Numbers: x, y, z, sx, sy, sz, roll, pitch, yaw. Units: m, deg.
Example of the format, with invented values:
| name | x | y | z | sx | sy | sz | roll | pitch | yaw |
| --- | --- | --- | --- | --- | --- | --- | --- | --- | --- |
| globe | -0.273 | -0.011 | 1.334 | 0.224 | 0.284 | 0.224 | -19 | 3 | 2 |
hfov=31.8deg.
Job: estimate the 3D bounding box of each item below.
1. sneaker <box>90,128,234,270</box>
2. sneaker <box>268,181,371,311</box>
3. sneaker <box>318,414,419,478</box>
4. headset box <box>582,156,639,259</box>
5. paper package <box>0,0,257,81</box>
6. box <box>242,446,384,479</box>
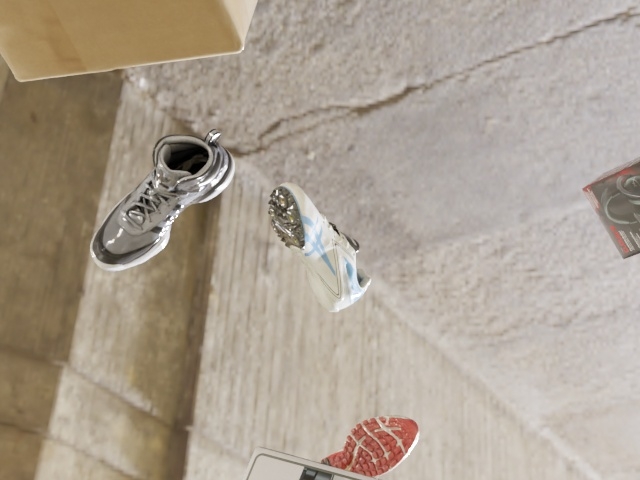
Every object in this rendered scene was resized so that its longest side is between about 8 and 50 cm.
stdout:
| name | x | y | z | sx | sy | sz | roll | pitch | yaw |
| --- | --- | --- | --- | --- | --- | --- | --- | --- | --- |
| sneaker | -0.246 | -0.070 | 1.681 | 0.101 | 0.268 | 0.153 | 46 | 169 | 12 |
| sneaker | 0.000 | 0.000 | 1.486 | 0.086 | 0.085 | 0.237 | -40 | 136 | -12 |
| sneaker | 0.081 | 0.333 | 1.783 | 0.092 | 0.088 | 0.225 | -16 | 162 | -45 |
| headset box | 0.233 | -0.027 | 0.804 | 0.083 | 0.032 | 0.062 | -28 | 93 | 54 |
| paper package | -0.243 | -0.349 | 1.160 | 0.309 | 0.168 | 0.325 | -4 | 140 | 19 |
| box | 0.045 | 0.296 | 0.957 | 0.289 | 0.169 | 0.087 | 9 | 154 | 35 |
